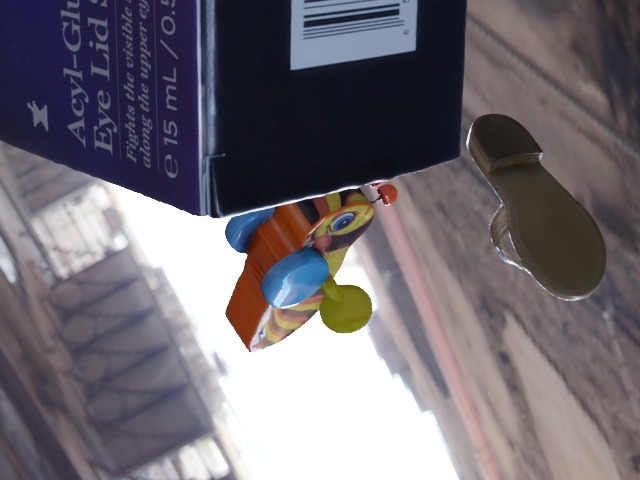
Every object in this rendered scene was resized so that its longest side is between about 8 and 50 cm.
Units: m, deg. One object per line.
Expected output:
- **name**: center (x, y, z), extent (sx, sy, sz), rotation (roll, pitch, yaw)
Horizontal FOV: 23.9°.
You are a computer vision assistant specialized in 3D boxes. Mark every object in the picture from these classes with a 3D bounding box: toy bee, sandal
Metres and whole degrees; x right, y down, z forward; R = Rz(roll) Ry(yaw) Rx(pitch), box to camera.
- **toy bee**: center (0.000, 0.000, 1.495), extent (0.162, 0.195, 0.298), rotation (-21, 171, -23)
- **sandal**: center (0.200, -0.013, 1.450), extent (0.088, 0.079, 0.240), rotation (-8, -130, -17)

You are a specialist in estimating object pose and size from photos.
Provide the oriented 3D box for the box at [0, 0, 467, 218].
- **box**: center (-0.059, -0.109, 0.493), extent (0.108, 0.153, 0.207), rotation (-15, -157, -40)
